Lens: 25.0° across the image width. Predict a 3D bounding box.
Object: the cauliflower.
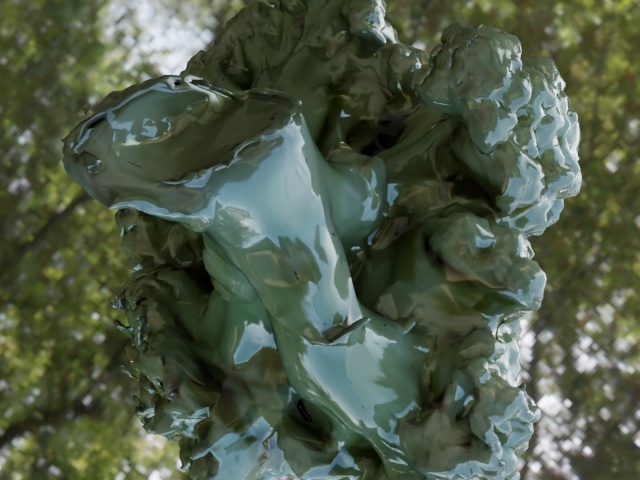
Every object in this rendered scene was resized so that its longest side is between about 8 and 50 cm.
[{"bbox_3d":[0.016,-0.003,0.728,0.260,0.327,0.281,-20,167,-12],"label":"cauliflower"}]
